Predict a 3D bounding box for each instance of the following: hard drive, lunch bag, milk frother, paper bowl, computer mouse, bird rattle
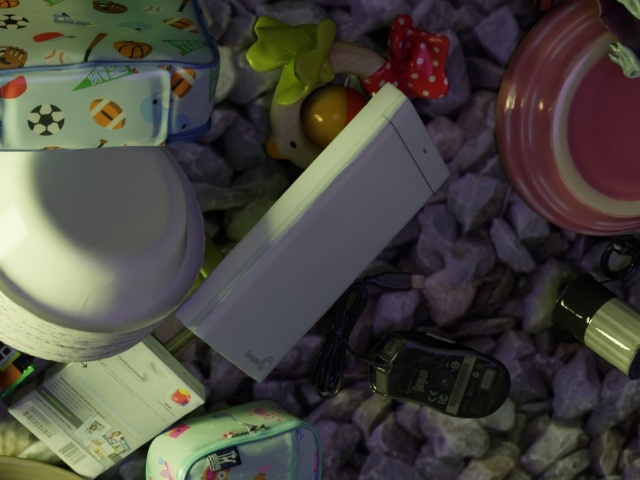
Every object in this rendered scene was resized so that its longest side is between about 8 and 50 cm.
[{"bbox_3d":[0.000,0.000,1.692,0.353,0.047,0.233,-47,154,-3],"label":"hard drive"},{"bbox_3d":[-0.099,0.342,1.795,0.224,0.108,0.279,-10,111,-31],"label":"lunch bag"},{"bbox_3d":[0.402,0.084,1.883,0.129,0.135,0.143,-9,128,-48],"label":"milk frother"},{"bbox_3d":[-0.254,-0.192,1.508,0.303,0.243,0.115,-1,124,-18],"label":"lunch bag"},{"bbox_3d":[-0.258,-0.023,1.550,0.284,0.148,0.284,16,56,-25],"label":"paper bowl"},{"bbox_3d":[0.125,0.127,1.854,0.262,0.060,0.184,9,107,-9],"label":"computer mouse"},{"bbox_3d":[0.030,-0.179,1.720,0.254,0.143,0.207,3,117,-33],"label":"bird rattle"}]

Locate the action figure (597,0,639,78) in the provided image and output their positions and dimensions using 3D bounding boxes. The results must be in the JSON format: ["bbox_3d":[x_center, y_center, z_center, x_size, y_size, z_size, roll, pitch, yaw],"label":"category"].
[{"bbox_3d":[0.493,-0.358,1.688,0.370,0.248,0.275,-41,87,-18],"label":"action figure"}]

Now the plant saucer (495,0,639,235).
[{"bbox_3d":[0.390,-0.160,1.842,0.332,0.084,0.332,-5,107,-17],"label":"plant saucer"}]

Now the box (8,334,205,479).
[{"bbox_3d":[-0.255,0.190,1.723,0.186,0.038,0.145,-36,115,16],"label":"box"}]

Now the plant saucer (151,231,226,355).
[{"bbox_3d":[-0.202,0.058,1.727,0.188,0.045,0.188,-39,114,-4],"label":"plant saucer"}]

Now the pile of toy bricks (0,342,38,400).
[{"bbox_3d":[-0.385,0.129,1.656,0.212,0.118,0.105,-42,93,9],"label":"pile of toy bricks"}]

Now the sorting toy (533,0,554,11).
[{"bbox_3d":[0.277,-0.334,1.774,0.042,0.061,0.102,19,93,12],"label":"sorting toy"}]

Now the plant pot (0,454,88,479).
[{"bbox_3d":[-0.381,0.456,1.669,0.323,0.323,0.280,8,119,-21],"label":"plant pot"}]
